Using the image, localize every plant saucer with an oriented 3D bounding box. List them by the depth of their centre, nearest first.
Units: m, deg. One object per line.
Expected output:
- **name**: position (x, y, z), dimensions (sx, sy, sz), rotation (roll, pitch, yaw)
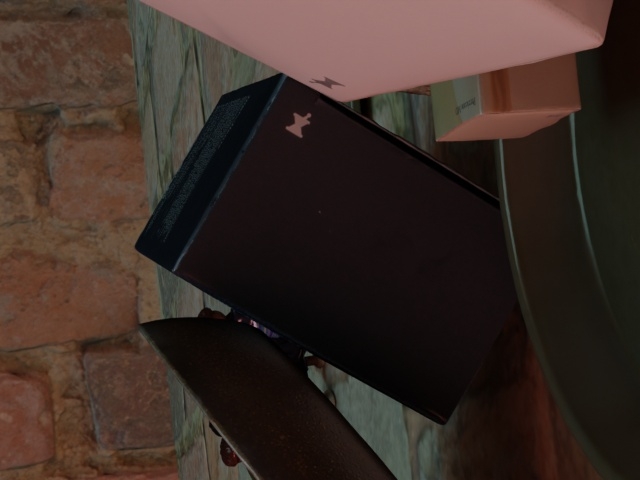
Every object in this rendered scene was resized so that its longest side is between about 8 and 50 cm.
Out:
- **plant saucer**: position (0.123, -0.041, 0.468), dimensions (0.278, 0.041, 0.278), rotation (175, 90, -78)
- **plant saucer**: position (0.024, 0.149, 0.679), dimensions (0.310, 0.050, 0.310), rotation (51, 172, 9)

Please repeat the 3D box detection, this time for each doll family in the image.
- **doll family**: position (-0.047, 0.115, 1.128), dimensions (0.076, 0.111, 0.193), rotation (-161, 67, -77)

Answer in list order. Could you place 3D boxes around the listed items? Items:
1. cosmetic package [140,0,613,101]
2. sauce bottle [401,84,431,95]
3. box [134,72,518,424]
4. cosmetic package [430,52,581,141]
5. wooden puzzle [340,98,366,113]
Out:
- **cosmetic package**: position (-0.014, -0.190, 0.393), dimensions (0.138, 0.224, 0.225), rotation (-1, 69, 57)
- **sauce bottle**: position (0.014, -0.171, 0.745), dimensions (0.344, 0.111, 0.111), rotation (-125, 32, -64)
- **box**: position (0.000, 0.000, 0.712), dimensions (0.108, 0.153, 0.207), rotation (-60, 11, -4)
- **cosmetic package**: position (0.065, -0.099, 0.523), dimensions (0.060, 0.041, 0.115), rotation (149, 116, -76)
- **wooden puzzle**: position (0.023, -0.085, 0.971), dimensions (0.078, 0.014, 0.116), rotation (-157, 63, -81)
